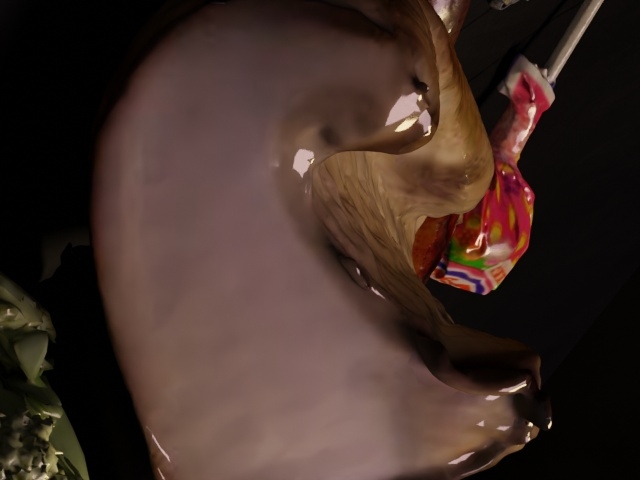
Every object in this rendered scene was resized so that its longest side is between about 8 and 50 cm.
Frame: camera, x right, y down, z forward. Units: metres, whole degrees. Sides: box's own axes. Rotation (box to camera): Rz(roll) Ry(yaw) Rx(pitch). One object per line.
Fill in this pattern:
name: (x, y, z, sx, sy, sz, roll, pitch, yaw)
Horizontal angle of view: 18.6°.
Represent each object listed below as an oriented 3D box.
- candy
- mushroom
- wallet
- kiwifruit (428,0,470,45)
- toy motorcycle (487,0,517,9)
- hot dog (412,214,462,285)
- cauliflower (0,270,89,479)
candy: (0.191, -0.123, 1.723, 0.365, 0.124, 0.124, -59, 164, 9)
mushroom: (-0.014, -0.042, 1.139, 0.224, 0.314, 0.397, -19, -158, 9)
wallet: (-0.124, 0.126, 1.150, 0.044, 0.250, 0.149, -14, 175, -23)
kiwifruit: (0.061, -0.151, 1.284, 0.075, 0.075, 0.124, -39, 158, -30)
toy motorcycle: (0.165, -0.224, 1.413, 0.124, 0.061, 0.193, -42, 172, 3)
hot dog: (0.046, -0.023, 1.510, 0.194, 0.107, 0.326, -42, 164, -18)
cauliflower: (-0.197, 0.121, 1.024, 0.272, 0.275, 0.250, 31, 68, -58)
